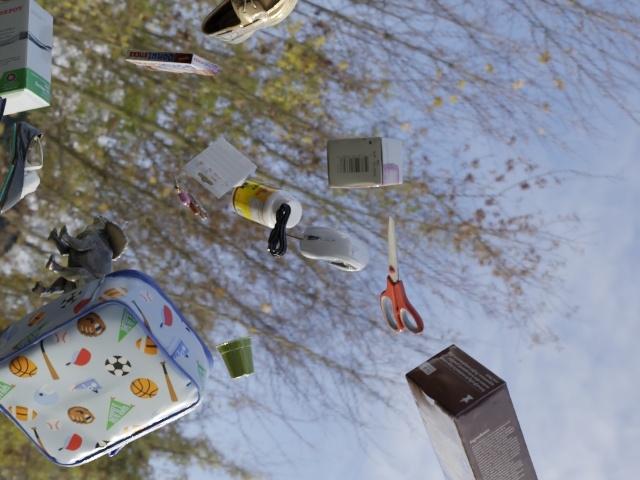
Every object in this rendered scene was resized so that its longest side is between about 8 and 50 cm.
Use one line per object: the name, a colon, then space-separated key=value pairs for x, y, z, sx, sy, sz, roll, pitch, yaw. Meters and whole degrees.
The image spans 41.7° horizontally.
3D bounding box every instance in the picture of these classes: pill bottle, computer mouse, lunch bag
pill bottle: x=-0.156 y=-0.105 z=2.469 sx=0.215 sy=0.117 sz=0.117 roll=22 pitch=-83 yaw=42
computer mouse: x=0.000 y=0.000 z=1.549 sx=0.042 sy=0.193 sz=0.106 roll=93 pitch=13 yaw=-62
lunch bag: x=-0.322 y=0.194 z=1.216 sx=0.303 sy=0.243 sz=0.115 roll=-27 pitch=-154 yaw=18

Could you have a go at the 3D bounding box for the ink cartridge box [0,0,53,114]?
ink cartridge box: x=-0.630 y=-0.370 z=1.700 sx=0.153 sy=0.087 sz=0.208 roll=-8 pitch=-107 yaw=16

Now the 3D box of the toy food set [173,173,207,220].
toy food set: x=-0.279 y=-0.083 z=1.782 sx=0.019 sy=0.122 sz=0.078 roll=-35 pitch=-148 yaw=4

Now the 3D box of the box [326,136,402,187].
box: x=0.120 y=-0.204 z=2.206 sx=0.149 sy=0.232 sz=0.126 roll=-1 pitch=-86 yaw=19

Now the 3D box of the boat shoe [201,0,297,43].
boat shoe: x=-0.185 y=-0.623 z=2.240 sx=0.341 sy=0.110 sz=0.121 roll=-26 pitch=-104 yaw=42

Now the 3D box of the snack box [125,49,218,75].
snack box: x=-0.264 y=-0.315 z=1.488 sx=0.178 sy=0.064 sz=0.022 roll=13 pitch=-92 yaw=38

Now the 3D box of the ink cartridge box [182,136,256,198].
ink cartridge box: x=-0.293 y=-0.202 z=2.434 sx=0.179 sy=0.145 sz=0.045 roll=-45 pitch=172 yaw=-35

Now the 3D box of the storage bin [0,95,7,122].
storage bin: x=-0.667 y=-0.225 z=1.571 sx=0.135 sy=0.091 sz=0.098 roll=-32 pitch=-135 yaw=34

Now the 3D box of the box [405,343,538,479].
box: x=0.328 y=0.426 z=1.757 sx=0.191 sy=0.143 sz=0.381 roll=36 pitch=-26 yaw=58

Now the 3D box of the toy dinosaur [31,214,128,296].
toy dinosaur: x=-0.480 y=0.063 z=1.702 sx=0.121 sy=0.160 sz=0.313 roll=-24 pitch=-130 yaw=48

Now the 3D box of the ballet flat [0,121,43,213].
ballet flat: x=-0.806 y=-0.195 z=2.277 sx=0.095 sy=0.096 sz=0.280 roll=-35 pitch=-133 yaw=57

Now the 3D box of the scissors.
scissors: x=0.140 y=0.071 z=1.685 sx=0.109 sy=0.021 sz=0.297 roll=17 pitch=-46 yaw=48

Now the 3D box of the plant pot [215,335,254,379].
plant pot: x=-0.176 y=0.254 z=1.802 sx=0.083 sy=0.083 sz=0.079 roll=-29 pitch=-105 yaw=55
